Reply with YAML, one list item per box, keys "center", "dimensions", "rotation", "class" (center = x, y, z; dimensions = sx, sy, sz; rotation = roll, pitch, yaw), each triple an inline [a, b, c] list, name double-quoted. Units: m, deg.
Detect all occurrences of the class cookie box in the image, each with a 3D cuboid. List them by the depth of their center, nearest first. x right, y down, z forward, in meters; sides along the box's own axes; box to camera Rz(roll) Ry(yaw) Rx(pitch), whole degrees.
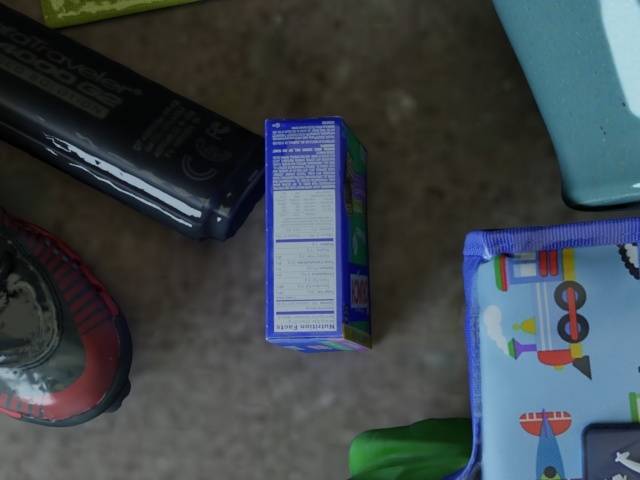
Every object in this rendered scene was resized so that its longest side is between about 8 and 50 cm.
- center: [0.000, 0.000, 0.726]
  dimensions: [0.040, 0.092, 0.107]
  rotation: [-2, 83, 10]
  class: "cookie box"

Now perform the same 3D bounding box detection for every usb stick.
- center: [-0.156, -0.083, 0.772]
  dimensions: [0.278, 0.045, 0.077]
  rotation: [27, 46, 10]
  class: "usb stick"

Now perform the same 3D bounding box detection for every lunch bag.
- center: [0.191, 0.097, 0.631]
  dimensions: [0.293, 0.138, 0.221]
  rotation: [-5, 84, 3]
  class: "lunch bag"

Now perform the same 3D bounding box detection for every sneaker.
- center: [-0.212, -0.005, 0.731]
  dimensions: [0.276, 0.135, 0.098]
  rotation: [40, 86, 9]
  class: "sneaker"

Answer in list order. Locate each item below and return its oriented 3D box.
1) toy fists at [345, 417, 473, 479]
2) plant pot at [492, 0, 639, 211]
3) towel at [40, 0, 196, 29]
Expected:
- center: [0.064, 0.224, 0.687]
  dimensions: [0.142, 0.096, 0.279]
  rotation: [-2, 80, -6]
  class: "toy fists"
- center: [0.190, -0.145, 0.647]
  dimensions: [0.271, 0.271, 0.255]
  rotation: [-6, 88, 6]
  class: "plant pot"
- center: [-0.043, -0.184, 0.792]
  dimensions: [0.237, 0.021, 0.102]
  rotation: [-10, 80, 6]
  class: "towel"
